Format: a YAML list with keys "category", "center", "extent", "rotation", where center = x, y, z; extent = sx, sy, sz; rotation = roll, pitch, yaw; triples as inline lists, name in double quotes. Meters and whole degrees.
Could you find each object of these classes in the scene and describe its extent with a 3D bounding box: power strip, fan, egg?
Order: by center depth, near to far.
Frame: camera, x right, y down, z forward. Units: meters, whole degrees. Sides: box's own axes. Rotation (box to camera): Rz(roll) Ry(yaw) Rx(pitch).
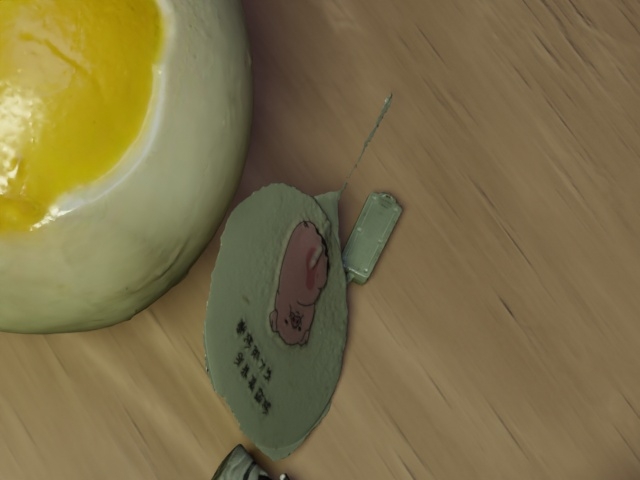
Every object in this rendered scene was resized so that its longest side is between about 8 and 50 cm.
- category: "egg"
  center: [-0.177, -0.103, 0.993]
  extent: [0.283, 0.283, 0.345]
  rotation: [16, 51, -7]
- category: "fan"
  center: [0.001, 0.000, 1.072]
  extent: [0.010, 0.182, 0.310]
  rotation: [1, 47, 29]
- category: "power strip"
  center: [0.033, 0.000, 1.149]
  extent: [0.027, 0.017, 0.083]
  rotation: [27, 58, 1]

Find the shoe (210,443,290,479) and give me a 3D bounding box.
- category: "shoe"
  center: [-0.044, 0.215, 0.980]
  extent: [0.099, 0.071, 0.169]
  rotation: [25, 56, -7]
